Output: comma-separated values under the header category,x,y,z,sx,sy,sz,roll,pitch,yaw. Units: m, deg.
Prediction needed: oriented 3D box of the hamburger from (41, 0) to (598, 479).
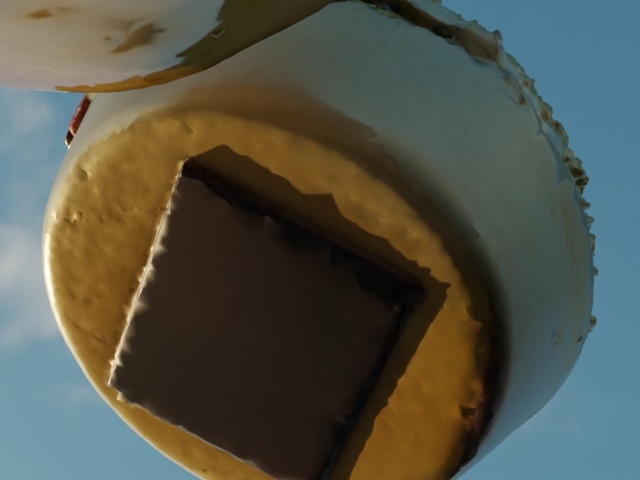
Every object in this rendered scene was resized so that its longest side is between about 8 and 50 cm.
category,x,y,z,sx,sy,sz,roll,pitch,yaw
hamburger,0.000,0.000,0.822,0.302,0.170,0.302,13,-55,18

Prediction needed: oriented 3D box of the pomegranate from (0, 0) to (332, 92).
category,x,y,z,sx,sy,sz,roll,pitch,yaw
pomegranate,-0.132,-0.232,0.543,0.411,0.411,0.411,-1,-57,-1
